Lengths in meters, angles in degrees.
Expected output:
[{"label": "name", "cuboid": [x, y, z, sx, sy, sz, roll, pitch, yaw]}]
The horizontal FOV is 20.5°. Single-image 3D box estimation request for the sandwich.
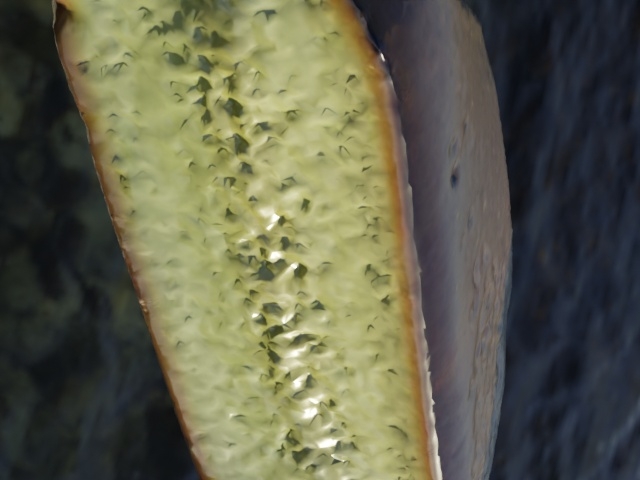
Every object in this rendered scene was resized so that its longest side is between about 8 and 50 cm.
[{"label": "sandwich", "cuboid": [0.000, 0.000, 0.505, 0.096, 0.094, 0.258, -67, 155, -44]}]
